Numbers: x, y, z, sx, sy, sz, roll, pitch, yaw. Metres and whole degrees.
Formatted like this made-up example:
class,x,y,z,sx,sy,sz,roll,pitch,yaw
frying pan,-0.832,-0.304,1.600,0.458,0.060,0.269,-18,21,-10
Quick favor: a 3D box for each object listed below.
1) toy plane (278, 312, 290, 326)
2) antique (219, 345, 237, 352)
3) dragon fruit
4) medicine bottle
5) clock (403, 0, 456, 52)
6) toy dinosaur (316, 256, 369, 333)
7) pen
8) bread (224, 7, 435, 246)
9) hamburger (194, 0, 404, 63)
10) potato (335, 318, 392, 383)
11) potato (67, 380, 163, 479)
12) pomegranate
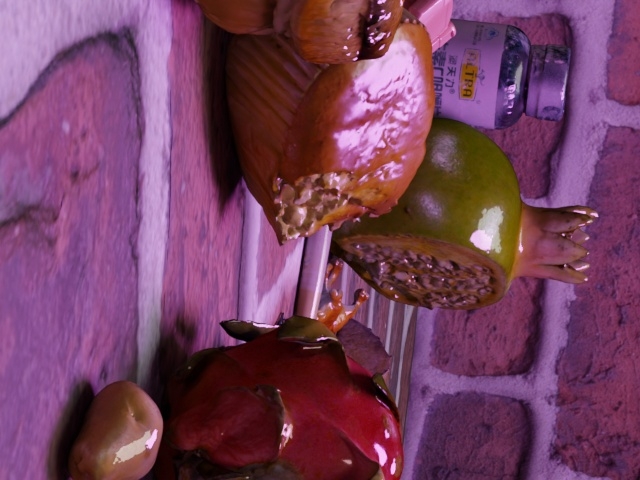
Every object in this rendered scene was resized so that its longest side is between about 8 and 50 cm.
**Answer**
class,x,y,z,sx,sy,sz,roll,pitch,yaw
toy plane,-0.038,0.129,1.578,0.145,0.037,0.060,-73,178,-64
antique,-0.077,0.259,1.286,0.093,0.087,0.310,-7,105,-79
dragon fruit,-0.038,0.170,1.112,0.227,0.224,0.224,61,38,-72
medicine bottle,0.183,-0.225,1.832,0.141,0.293,0.141,8,90,-82
clock,0.082,-0.303,1.645,0.093,0.162,0.166,-39,165,-10
toy dinosaur,0.012,0.107,1.822,0.212,0.057,0.142,85,27,-50
pen,0.000,0.000,1.696,0.040,0.032,0.233,173,-73,-66
bread,0.011,-0.113,1.212,0.179,0.133,0.250,-28,147,-29
hamburger,-0.004,-0.285,0.994,0.284,0.174,0.304,79,20,-71
potato,0.050,0.195,2.008,0.172,0.101,0.089,-71,171,-62
potato,-0.137,0.134,0.914,0.083,0.062,0.068,-36,121,-48
pomegranate,0.186,-0.043,1.816,0.310,0.359,0.216,72,23,-64
